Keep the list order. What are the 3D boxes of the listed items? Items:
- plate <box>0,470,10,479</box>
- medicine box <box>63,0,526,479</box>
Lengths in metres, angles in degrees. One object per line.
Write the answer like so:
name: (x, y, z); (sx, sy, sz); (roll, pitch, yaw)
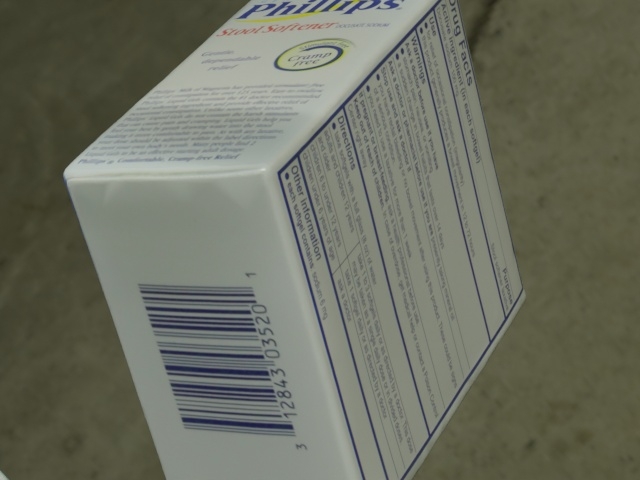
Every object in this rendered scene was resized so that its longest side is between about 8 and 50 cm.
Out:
plate: (-0.197, 0.131, 0.831); (0.188, 0.188, 0.024); (-10, 32, 37)
medicine box: (0.000, 0.000, 1.127); (0.149, 0.263, 0.289); (1, 31, 29)
